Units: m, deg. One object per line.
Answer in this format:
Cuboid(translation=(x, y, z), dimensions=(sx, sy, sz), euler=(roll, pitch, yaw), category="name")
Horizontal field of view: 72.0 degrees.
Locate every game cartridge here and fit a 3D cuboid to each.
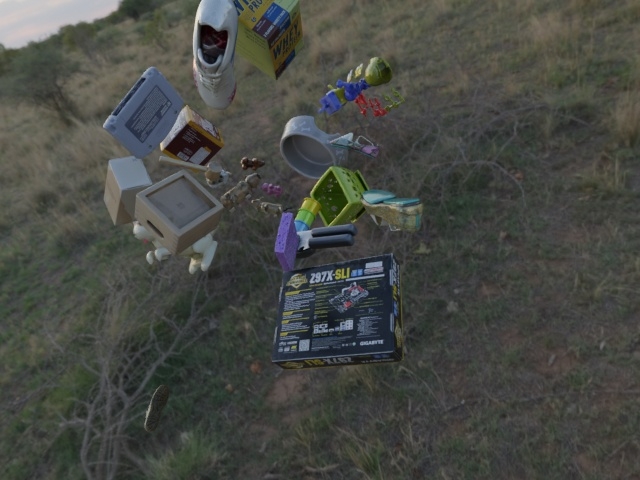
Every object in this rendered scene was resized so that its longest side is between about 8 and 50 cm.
Cuboid(translation=(-0.640, -0.461, 1.629), dimensions=(0.062, 0.198, 0.297), euler=(18, 68, 27), category="game cartridge")

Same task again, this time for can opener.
Cuboid(translation=(0.000, 0.000, 1.422), dimensions=(0.280, 0.093, 0.074), euler=(-10, 53, 39), category="can opener")

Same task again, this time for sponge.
Cuboid(translation=(-0.095, 0.012, 1.283), dimensions=(0.031, 0.210, 0.117), euler=(8, 71, 5), category="sponge")

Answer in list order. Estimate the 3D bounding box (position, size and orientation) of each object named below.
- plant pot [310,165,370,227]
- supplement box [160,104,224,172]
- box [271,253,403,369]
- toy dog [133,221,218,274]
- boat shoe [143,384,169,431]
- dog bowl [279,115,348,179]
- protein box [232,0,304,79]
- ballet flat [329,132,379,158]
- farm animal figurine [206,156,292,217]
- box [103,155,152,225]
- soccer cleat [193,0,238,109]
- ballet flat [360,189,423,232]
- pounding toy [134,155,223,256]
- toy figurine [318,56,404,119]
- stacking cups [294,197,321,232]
Cuboid(translation=(0.119, -0.207, 2.127), dimensions=(0.207, 0.227, 0.228), euler=(-7, 62, -39), category="plant pot")
Cuboid(translation=(-0.564, -0.440, 1.931), dimensions=(0.194, 0.191, 0.129), euler=(-40, 47, 17), category="supplement box")
Cuboid(translation=(0.042, 0.183, 1.113), dimensions=(0.321, 0.079, 0.257), euler=(-12, 52, 23), category="box")
Cuboid(translation=(-0.728, -0.053, 2.189), dimensions=(0.284, 0.407, 0.396), euler=(1, 68, 59), category="toy dog")
Cuboid(translation=(-0.553, 0.557, 1.467), dimensions=(0.049, 0.056, 0.152), euler=(-28, 35, 37), category="boat shoe")
Cuboid(translation=(-0.043, -0.439, 2.158), dimensions=(0.348, 0.349, 0.102), euler=(5, 54, 35), category="dog bowl")
Cuboid(translation=(-0.166, -0.577, 1.170), dimensions=(0.136, 0.199, 0.201), euler=(-54, -5, -5), category="protein box")
Cuboid(translation=(0.154, -0.427, 1.941), dimensions=(0.221, 0.079, 0.077), euler=(15, 12, -6), category="ballet flat")
Cuboid(translation=(-0.348, -0.237, 2.153), dimensions=(0.326, 0.331, 0.172), euler=(-23, 17, 1), category="farm animal figurine")
Cuboid(translation=(-0.798, -0.200, 1.814), dimensions=(0.121, 0.148, 0.311), euler=(-20, -15, -35), category="box")
Cuboid(translation=(-0.270, -0.432, 1.087), dimensions=(0.115, 0.331, 0.143), euler=(12, 57, -6), category="soccer cleat")
Cuboid(translation=(0.223, -0.093, 1.433), dimensions=(0.123, 0.123, 0.348), euler=(-28, 19, -11), category="ballet flat")
Cuboid(translation=(-0.301, -0.096, 0.975), dimensions=(0.181, 0.094, 0.206), euler=(42, 50, 7), category="pounding toy")
Cuboid(translation=(0.100, -0.481, 1.532), dimensions=(0.217, 0.191, 0.362), euler=(-30, 16, -10), category="toy figurine")
Cuboid(translation=(-0.104, -0.045, 1.959), dimensions=(0.096, 0.096, 0.316), euler=(7, 56, 37), category="stacking cups")
